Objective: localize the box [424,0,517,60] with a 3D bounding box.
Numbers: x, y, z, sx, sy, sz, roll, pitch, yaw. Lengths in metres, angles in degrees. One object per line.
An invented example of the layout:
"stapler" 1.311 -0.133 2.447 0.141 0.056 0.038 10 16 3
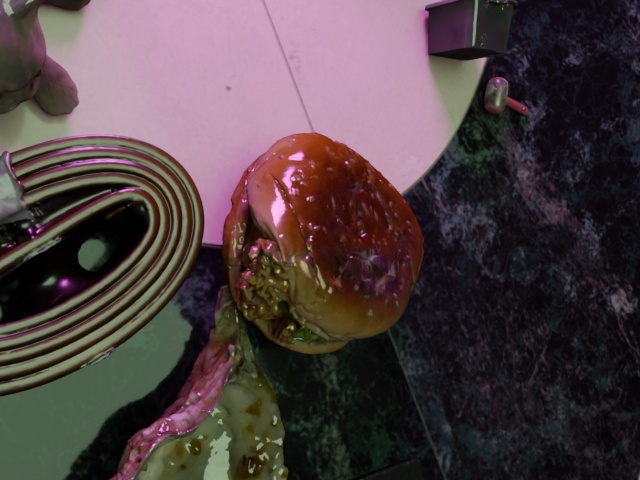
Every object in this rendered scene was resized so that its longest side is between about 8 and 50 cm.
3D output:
"box" 0.197 -0.280 1.024 0.084 0.122 0.069 1 96 -25

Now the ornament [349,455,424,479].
"ornament" 0.113 0.364 0.873 0.153 0.196 0.166 -11 91 -26

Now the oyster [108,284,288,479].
"oyster" -0.138 0.257 0.827 0.204 0.111 0.396 47 65 -33

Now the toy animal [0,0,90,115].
"toy animal" -0.300 -0.258 0.748 0.308 0.188 0.266 -34 91 -21

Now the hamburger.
"hamburger" 0.000 0.000 0.857 0.286 0.146 0.243 -7 78 -49

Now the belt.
"belt" -0.280 0.023 0.756 0.338 0.122 0.217 -31 100 -25

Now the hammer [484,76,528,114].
"hammer" 0.267 -0.197 1.099 0.083 0.031 0.053 19 80 -34
